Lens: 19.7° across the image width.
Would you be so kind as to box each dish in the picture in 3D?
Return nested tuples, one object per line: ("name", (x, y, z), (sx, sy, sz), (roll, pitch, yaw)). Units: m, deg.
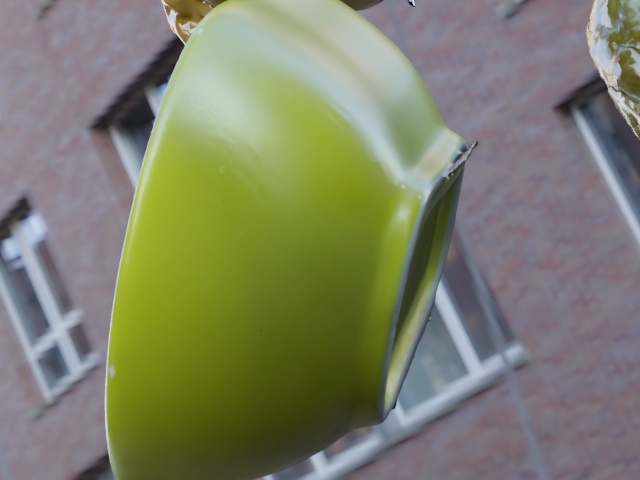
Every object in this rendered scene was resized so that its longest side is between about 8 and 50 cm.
("dish", (0.000, 0.000, 0.814), (0.262, 0.108, 0.221), (-56, -21, -61))

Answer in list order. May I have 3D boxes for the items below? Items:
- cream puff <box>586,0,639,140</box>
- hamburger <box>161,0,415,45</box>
("cream puff", (0.273, -0.112, 1.095), (0.244, 0.244, 0.196), (-18, -21, -27))
("hamburger", (-0.056, -0.216, 1.079), (0.149, 0.237, 0.237), (-23, -12, 20))
